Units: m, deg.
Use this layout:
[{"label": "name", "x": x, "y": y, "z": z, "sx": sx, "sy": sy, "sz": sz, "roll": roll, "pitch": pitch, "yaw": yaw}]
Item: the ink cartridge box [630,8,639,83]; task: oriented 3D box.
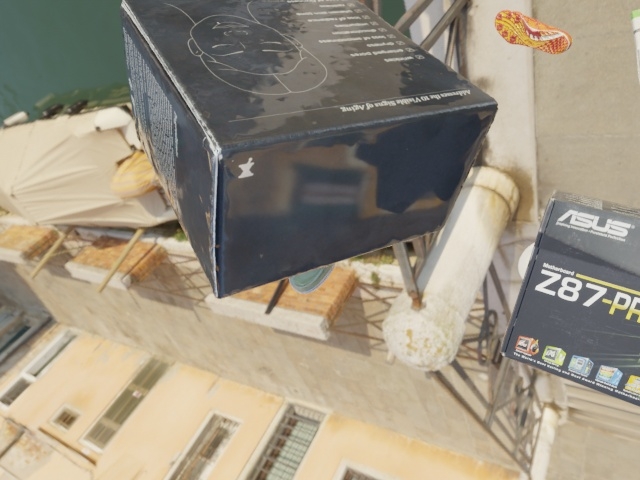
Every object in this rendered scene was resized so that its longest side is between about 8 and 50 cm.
[{"label": "ink cartridge box", "x": 0.960, "y": -0.547, "z": 1.279, "sx": 0.198, "sy": 0.272, "sz": 0.114, "roll": -5, "pitch": 130, "yaw": 34}]

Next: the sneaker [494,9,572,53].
[{"label": "sneaker", "x": 0.466, "y": -0.457, "z": 1.054, "sx": 0.175, "sy": 0.067, "sz": 0.064, "roll": 36, "pitch": 129, "yaw": 17}]

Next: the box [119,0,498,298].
[{"label": "box", "x": -0.049, "y": -0.215, "z": 0.869, "sx": 0.471, "sy": 0.480, "sz": 0.297, "roll": 53, "pitch": 147, "yaw": 36}]

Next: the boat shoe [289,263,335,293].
[{"label": "boat shoe", "x": 0.000, "y": 0.000, "z": 1.093, "sx": 0.109, "sy": 0.094, "sz": 0.302, "roll": 31, "pitch": 111, "yaw": 10}]

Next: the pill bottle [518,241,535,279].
[{"label": "pill bottle", "x": 0.505, "y": 0.086, "z": 0.986, "sx": 0.193, "sy": 0.108, "sz": 0.108, "roll": 34, "pitch": 148, "yaw": -31}]

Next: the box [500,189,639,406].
[{"label": "box", "x": 0.543, "y": 0.117, "z": 0.789, "sx": 0.395, "sy": 0.097, "sz": 0.318, "roll": 19, "pitch": 114, "yaw": 24}]
